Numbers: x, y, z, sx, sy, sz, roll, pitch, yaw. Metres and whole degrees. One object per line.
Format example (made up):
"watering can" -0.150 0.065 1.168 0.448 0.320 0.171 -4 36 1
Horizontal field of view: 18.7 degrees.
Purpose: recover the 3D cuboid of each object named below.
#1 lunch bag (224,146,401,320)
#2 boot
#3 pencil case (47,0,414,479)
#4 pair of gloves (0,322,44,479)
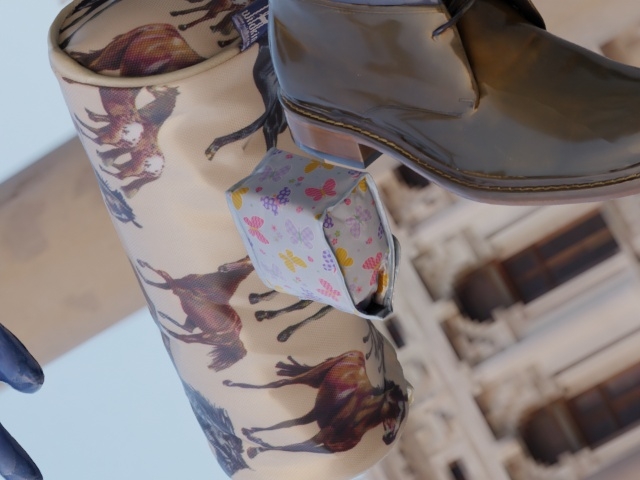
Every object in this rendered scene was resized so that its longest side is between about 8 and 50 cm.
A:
"lunch bag" 0.000 0.000 0.993 0.053 0.071 0.083 -44 -49 -30
"boot" 0.059 -0.080 0.784 0.082 0.219 0.106 -48 -48 -36
"pencil case" -0.049 -0.005 1.410 0.160 0.183 0.410 49 161 54
"pair of gloves" -0.175 0.106 0.758 0.023 0.198 0.159 26 -164 -36
